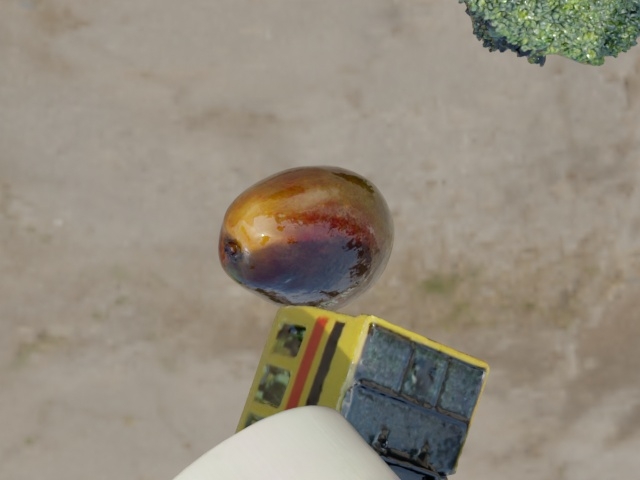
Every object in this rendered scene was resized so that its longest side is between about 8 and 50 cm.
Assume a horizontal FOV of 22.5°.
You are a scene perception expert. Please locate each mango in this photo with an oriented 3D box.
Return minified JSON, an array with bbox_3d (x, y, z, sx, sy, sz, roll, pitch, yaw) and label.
[{"bbox_3d":[0.000,0.000,1.357,0.133,0.111,0.267,-55,162,6],"label":"mango"}]

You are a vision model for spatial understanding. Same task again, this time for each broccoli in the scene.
[{"bbox_3d":[0.224,-0.279,1.640,0.226,0.198,0.176,6,176,25],"label":"broccoli"}]

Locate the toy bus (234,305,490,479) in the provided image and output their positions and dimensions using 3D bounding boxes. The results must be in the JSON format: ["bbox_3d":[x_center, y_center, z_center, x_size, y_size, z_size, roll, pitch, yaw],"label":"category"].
[{"bbox_3d":[-0.013,0.209,0.931,0.121,0.335,0.123,24,173,-41],"label":"toy bus"}]

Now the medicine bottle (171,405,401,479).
[{"bbox_3d":[0.048,0.214,0.637,0.170,0.293,0.170,-33,152,-21],"label":"medicine bottle"}]
